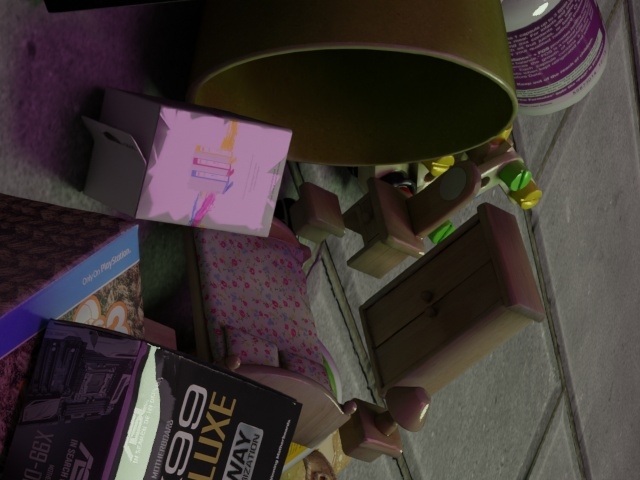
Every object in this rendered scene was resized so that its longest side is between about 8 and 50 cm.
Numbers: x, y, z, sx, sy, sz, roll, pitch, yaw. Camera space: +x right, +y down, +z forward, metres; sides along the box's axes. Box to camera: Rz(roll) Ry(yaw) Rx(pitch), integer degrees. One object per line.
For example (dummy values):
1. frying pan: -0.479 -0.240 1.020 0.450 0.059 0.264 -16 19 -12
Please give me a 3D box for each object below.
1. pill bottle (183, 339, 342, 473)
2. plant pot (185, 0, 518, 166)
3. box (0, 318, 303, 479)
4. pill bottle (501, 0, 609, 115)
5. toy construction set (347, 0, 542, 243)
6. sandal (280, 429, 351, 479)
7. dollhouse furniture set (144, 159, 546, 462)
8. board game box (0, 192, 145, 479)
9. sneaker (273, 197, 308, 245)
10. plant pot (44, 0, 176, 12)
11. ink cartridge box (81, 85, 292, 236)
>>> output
1. pill bottle: -0.094 0.161 1.373 0.246 0.136 0.136 -28 124 -58
2. plant pot: 0.028 -0.246 1.363 0.275 0.275 0.293 35 53 -62
3. box: -0.132 0.225 1.063 0.242 0.076 0.307 34 70 -62
4. pill bottle: 0.216 -0.277 1.793 0.301 0.169 0.169 49 56 -59
5. toy construction set: 0.129 -0.133 1.653 0.215 0.151 0.327 -24 131 -17
6. sandal: 0.001 0.254 1.671 0.240 0.079 0.088 -36 131 -55
7. dollhouse furniture set: 0.000 0.000 1.363 0.355 0.174 0.303 24 39 -37
8. board game box: -0.233 0.148 1.079 0.232 0.141 0.291 -40 135 -53
9. sneaker: -0.029 0.014 1.559 0.044 0.040 0.109 7 94 -66
10. plant pot: -0.112 -0.284 1.122 0.187 0.188 0.167 -56 134 -38
11. ink cartridge box: -0.112 -0.062 1.252 0.143 0.092 0.090 8 98 -36
